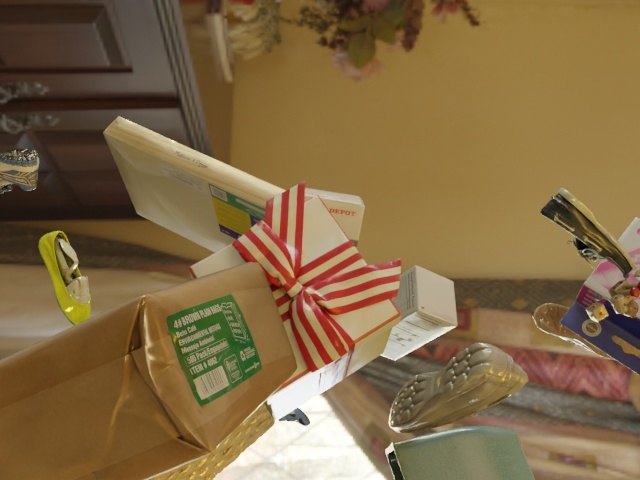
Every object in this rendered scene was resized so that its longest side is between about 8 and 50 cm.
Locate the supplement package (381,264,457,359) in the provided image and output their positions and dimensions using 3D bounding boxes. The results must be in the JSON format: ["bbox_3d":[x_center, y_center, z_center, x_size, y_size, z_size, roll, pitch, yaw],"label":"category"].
[{"bbox_3d":[0.219,0.191,1.968,0.244,0.134,0.139,-38,-141,43],"label":"supplement package"}]

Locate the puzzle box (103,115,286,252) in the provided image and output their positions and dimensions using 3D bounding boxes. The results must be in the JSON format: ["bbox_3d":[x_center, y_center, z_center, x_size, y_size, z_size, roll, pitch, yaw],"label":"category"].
[{"bbox_3d":[-0.216,-0.066,1.483,0.052,0.409,0.272,-56,161,-28],"label":"puzzle box"}]

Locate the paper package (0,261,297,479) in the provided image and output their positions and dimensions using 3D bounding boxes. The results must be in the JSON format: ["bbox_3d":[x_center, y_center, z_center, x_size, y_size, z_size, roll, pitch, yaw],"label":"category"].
[{"bbox_3d":[-0.216,0.166,0.883,0.168,0.309,0.325,65,15,2],"label":"paper package"}]

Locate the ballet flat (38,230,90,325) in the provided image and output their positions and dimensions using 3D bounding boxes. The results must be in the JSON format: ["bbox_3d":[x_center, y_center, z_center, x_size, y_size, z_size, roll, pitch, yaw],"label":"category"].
[{"bbox_3d":[-0.571,0.082,1.731,0.077,0.077,0.231,-9,72,-63],"label":"ballet flat"}]

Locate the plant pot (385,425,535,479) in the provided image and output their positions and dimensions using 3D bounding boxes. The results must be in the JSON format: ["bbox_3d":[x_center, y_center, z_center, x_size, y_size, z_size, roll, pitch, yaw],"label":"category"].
[{"bbox_3d":[0.295,0.499,1.539,0.248,0.252,0.247,85,-13,-71],"label":"plant pot"}]

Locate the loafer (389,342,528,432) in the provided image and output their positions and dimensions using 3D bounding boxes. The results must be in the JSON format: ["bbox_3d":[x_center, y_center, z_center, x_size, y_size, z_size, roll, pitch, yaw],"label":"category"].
[{"bbox_3d":[0.235,0.283,1.359,0.319,0.111,0.112,-43,-156,50],"label":"loafer"}]

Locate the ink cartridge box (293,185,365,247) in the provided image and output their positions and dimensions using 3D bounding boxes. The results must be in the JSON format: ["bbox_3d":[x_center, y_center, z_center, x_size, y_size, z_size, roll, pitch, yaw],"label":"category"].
[{"bbox_3d":[0.000,0.000,2.145,0.115,0.198,0.273,-103,-158,-72],"label":"ink cartridge box"}]

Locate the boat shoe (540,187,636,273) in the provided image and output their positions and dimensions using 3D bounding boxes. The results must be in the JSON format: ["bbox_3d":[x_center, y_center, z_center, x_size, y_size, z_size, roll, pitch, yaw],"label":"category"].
[{"bbox_3d":[0.563,-0.005,1.595,0.079,0.254,0.095,-46,-157,11],"label":"boat shoe"}]

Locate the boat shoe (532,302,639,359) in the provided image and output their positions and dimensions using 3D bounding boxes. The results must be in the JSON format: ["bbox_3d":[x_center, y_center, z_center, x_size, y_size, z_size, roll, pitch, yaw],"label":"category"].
[{"bbox_3d":[0.687,0.229,1.978,0.092,0.285,0.103,-67,174,-84],"label":"boat shoe"}]

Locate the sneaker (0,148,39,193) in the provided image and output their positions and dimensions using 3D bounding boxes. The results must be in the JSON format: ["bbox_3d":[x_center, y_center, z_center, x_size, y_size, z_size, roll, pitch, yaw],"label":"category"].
[{"bbox_3d":[-0.431,-0.088,0.996,0.052,0.135,0.058,-57,150,-60],"label":"sneaker"}]

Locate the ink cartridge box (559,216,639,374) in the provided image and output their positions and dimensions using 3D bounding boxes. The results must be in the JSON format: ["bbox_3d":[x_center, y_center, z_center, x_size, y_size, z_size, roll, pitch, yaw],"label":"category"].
[{"bbox_3d":[0.789,0.149,1.771,0.330,0.324,0.071,-47,154,-18],"label":"ink cartridge box"}]

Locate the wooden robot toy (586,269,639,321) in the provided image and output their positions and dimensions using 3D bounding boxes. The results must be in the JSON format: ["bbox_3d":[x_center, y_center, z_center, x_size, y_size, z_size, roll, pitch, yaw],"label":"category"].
[{"bbox_3d":[0.628,0.129,1.556,0.076,0.173,0.079,-3,-63,63],"label":"wooden robot toy"}]

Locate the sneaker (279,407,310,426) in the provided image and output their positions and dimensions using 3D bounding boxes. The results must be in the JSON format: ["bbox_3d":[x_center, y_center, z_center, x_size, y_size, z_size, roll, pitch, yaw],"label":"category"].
[{"bbox_3d":[-0.094,0.464,2.033,0.059,0.144,0.053,-61,-173,-28],"label":"sneaker"}]

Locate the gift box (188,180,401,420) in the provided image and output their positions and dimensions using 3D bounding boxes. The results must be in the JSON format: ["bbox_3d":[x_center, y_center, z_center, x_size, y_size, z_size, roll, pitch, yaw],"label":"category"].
[{"bbox_3d":[-0.028,0.088,1.157,0.255,0.276,0.258,51,-13,17],"label":"gift box"}]

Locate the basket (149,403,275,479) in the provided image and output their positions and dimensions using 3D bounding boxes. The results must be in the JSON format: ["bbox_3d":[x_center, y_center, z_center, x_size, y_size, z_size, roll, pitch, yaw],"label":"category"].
[{"bbox_3d":[-0.317,0.343,1.659,0.266,0.331,0.328,24,-37,43],"label":"basket"}]
